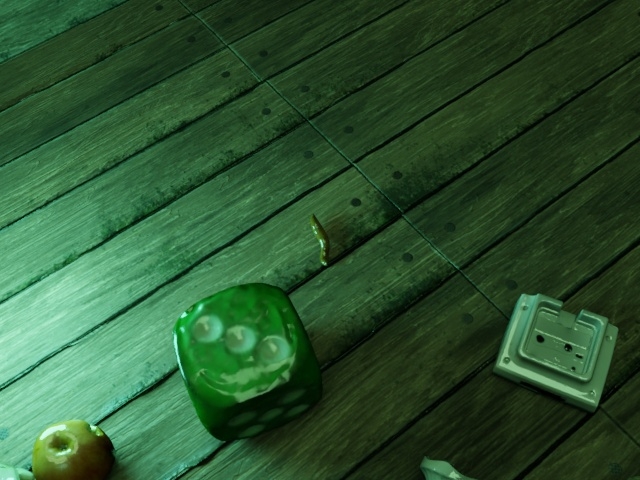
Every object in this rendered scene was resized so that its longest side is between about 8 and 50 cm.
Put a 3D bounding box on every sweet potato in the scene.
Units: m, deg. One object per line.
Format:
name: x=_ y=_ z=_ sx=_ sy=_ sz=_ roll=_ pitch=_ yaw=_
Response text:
sweet potato: x=0.004 y=-0.002 z=1.902 sx=0.044 sy=0.044 sz=0.179 roll=-15 pitch=64 yaw=-5

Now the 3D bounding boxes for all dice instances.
dice: x=-0.177 y=0.299 z=1.579 sx=0.300 sy=0.287 sz=0.297 roll=-22 pitch=59 yaw=-10

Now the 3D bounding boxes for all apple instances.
apple: x=-0.596 y=0.516 z=1.539 sx=0.199 sy=0.199 sz=0.199 roll=-2 pitch=57 yaw=3

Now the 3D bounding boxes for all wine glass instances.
wine glass: x=0.264 y=0.605 z=1.435 sx=0.164 sy=0.165 sz=0.197 roll=25 pitch=71 yaw=19

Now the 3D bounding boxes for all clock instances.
clock: x=0.600 y=0.274 z=1.634 sx=0.262 sy=0.116 sz=0.231 roll=20 pitch=62 yaw=18

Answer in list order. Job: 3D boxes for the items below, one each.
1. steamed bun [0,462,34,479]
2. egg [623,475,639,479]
steamed bun: x=-0.738 y=0.621 z=1.466 sx=0.280 sy=0.268 sz=0.207 roll=33 pitch=36 yaw=16
egg: x=0.651 y=0.637 z=1.308 sx=0.279 sy=0.279 sz=0.310 roll=19 pitch=50 yaw=16
